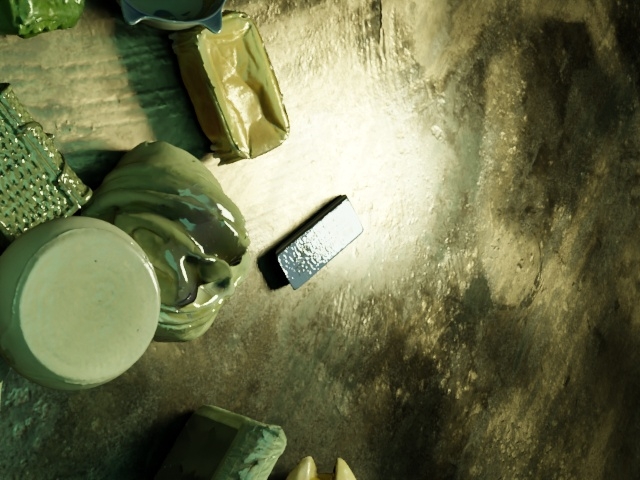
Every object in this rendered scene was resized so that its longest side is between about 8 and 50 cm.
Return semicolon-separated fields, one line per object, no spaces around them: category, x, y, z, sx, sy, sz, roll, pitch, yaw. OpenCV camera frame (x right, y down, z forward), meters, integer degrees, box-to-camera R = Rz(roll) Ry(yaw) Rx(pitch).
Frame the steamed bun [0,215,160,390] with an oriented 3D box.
steamed bun;-0.338;0.083;1.152;0.232;0.145;0.231;0;91;-39

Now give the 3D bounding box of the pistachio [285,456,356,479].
pistachio;-0.003;0.560;1.577;0.193;0.214;0.318;7;79;0

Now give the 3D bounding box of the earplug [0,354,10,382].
earplug;-0.525;0.077;1.101;0.185;0.185;0.324;-47;119;-28

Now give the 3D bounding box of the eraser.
eraser;0.000;0.000;1.632;0.225;0.036;0.082;-40;114;-30

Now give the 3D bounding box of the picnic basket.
picnic basket;-0.440;-0.104;1.200;0.154;0.134;0.196;-45;119;-25

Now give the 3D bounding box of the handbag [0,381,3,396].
handbag;-0.548;0.259;1.155;0.241;0.109;0.315;5;86;-41

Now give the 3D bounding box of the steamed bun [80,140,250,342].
steamed bun;-0.233;0.014;1.334;0.275;0.206;0.320;-38;112;-30

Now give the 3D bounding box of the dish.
dish;-0.255;-0.398;1.344;0.236;0.086;0.228;22;63;-18

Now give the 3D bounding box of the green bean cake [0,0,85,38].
green bean cake;-0.415;-0.397;1.164;0.222;0.125;0.248;-55;147;-70

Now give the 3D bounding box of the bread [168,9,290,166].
bread;-0.151;-0.258;1.446;0.136;0.107;0.241;-33;112;-31

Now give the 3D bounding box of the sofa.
sofa;-0.143;0.401;1.418;0.176;0.225;0.210;42;65;-29
